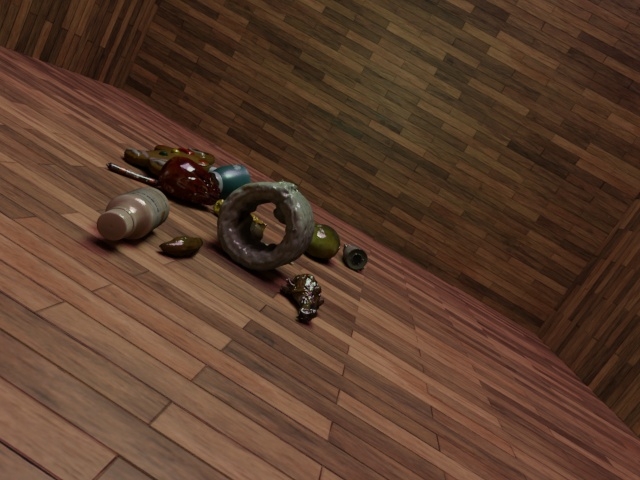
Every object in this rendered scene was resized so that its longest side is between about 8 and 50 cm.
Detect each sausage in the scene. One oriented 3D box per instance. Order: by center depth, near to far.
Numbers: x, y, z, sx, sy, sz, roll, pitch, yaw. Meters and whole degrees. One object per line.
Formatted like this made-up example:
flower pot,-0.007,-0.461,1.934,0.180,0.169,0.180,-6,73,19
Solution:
sausage,-0.660,-0.232,1.474,0.198,0.028,0.025,20,-12,-40

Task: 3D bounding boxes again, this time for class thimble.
thimble,-0.164,-0.056,1.306,0.291,0.291,0.195,31,10,5

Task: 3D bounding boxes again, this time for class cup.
cup,-0.428,-0.258,1.863,0.300,0.167,0.173,35,27,27

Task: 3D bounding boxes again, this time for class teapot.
teapot,-0.252,-0.014,1.481,0.080,0.085,0.110,49,26,-38

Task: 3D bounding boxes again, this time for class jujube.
jujube,-0.482,-0.210,1.550,0.236,0.168,0.168,35,6,-40

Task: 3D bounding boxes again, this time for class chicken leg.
chicken leg,-0.042,0.169,1.203,0.125,0.080,0.196,11,27,-31

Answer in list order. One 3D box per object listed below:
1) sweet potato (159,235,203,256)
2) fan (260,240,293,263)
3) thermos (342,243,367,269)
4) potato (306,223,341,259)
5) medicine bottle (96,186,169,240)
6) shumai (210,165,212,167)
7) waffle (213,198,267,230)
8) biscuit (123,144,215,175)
sweet potato,-0.356,0.013,1.119,0.053,0.054,0.182,41,10,8
fan,-0.205,0.028,1.541,0.240,0.009,0.131,28,11,-10
thermos,0.168,0.085,2.065,0.137,0.105,0.193,54,-2,-14
potato,0.001,0.001,1.851,0.228,0.148,0.197,20,29,-52
medicine bottle,-0.461,-0.062,1.019,0.114,0.114,0.252,28,12,-9
shumai,-0.572,-0.316,1.968,0.099,0.123,0.087,24,-30,-32
waffle,-0.338,-0.100,1.648,0.211,0.055,0.160,34,12,19
biscuit,-0.612,-0.362,1.778,0.283,0.064,0.432,23,23,17
